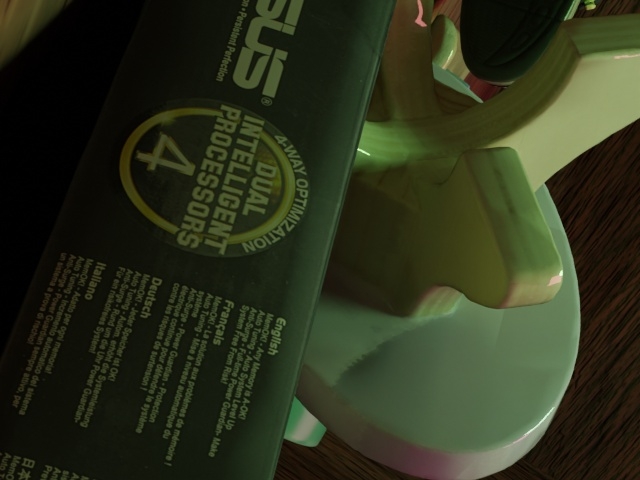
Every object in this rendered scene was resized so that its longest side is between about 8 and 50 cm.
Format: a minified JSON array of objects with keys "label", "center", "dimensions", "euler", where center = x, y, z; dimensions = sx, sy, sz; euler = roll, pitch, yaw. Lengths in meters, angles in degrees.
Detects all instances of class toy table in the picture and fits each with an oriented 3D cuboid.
[{"label":"toy table","center":[0.044,-0.040,0.839],"dimensions":[0.252,0.274,0.161],"euler":[-17,147,-22]}]

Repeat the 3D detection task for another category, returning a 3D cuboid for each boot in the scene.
[{"label":"boot","center":[0.180,-0.200,1.317],"dimensions":[0.178,0.085,0.236],"euler":[48,57,-66]}]

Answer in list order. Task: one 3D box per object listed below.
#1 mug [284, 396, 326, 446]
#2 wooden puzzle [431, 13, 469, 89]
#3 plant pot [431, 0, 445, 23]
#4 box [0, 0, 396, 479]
[{"label":"mug","center":[-0.047,0.135,1.822],"dimensions":[0.097,0.157,0.129],"euler":[-61,152,5]},{"label":"wooden puzzle","center":[0.065,-0.060,1.731],"dimensions":[0.322,0.080,0.348],"euler":[-56,176,6]},{"label":"plant pot","center":[0.044,-0.144,1.213],"dimensions":[0.236,0.032,0.236],"euler":[-55,176,-6]},{"label":"box","center":[-0.087,0.124,0.609],"dimensions":[0.318,0.097,0.395],"euler":[110,-4,-49]}]
